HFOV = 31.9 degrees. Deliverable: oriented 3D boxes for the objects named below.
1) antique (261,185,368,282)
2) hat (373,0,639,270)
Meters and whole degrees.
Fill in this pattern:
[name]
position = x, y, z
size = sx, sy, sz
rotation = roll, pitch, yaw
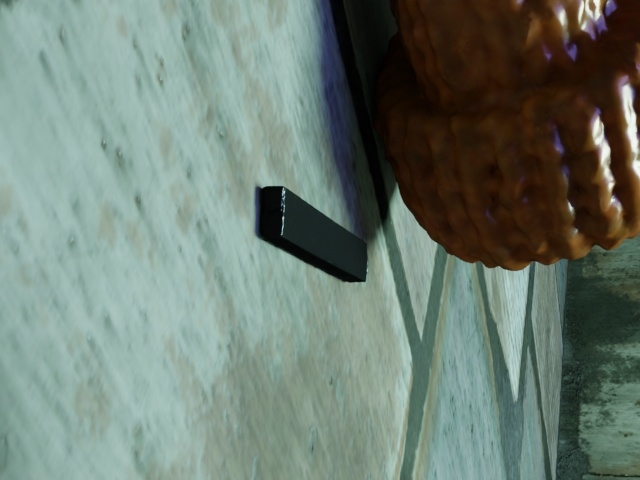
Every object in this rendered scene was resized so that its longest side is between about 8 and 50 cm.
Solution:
[antique]
position = 0.000, 0.000, 0.711
size = 0.192, 0.015, 0.031
rotation = 31, 61, -70
[hat]
position = 0.151, -0.195, 0.816
size = 0.285, 0.285, 0.400
rotation = -73, 152, -46
